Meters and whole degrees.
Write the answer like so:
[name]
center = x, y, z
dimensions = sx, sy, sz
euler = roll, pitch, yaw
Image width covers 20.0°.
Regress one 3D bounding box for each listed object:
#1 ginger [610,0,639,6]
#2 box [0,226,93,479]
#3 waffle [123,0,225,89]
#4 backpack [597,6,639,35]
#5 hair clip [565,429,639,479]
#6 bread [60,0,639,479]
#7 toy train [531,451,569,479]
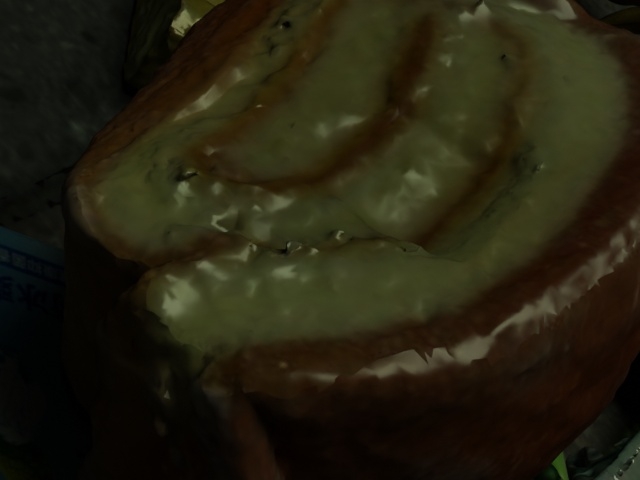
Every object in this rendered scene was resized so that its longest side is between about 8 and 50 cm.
[ginger]
center = 0.129, -0.226, 1.110
dimensions = 0.375, 0.166, 0.236
euler = -57, 136, -51
[box]
center = -0.108, 0.071, 0.610
dimensions = 0.194, 0.073, 0.139
euler = 22, 42, -33
[waffle]
center = -0.010, -0.136, 0.935
dimensions = 0.168, 0.057, 0.274
euler = 30, 38, -26
[backpack]
center = 0.291, 0.001, 1.006
dimensions = 0.378, 0.201, 0.353
euler = 52, 30, 0
[hair clip]
center = 0.103, 0.137, 0.780
dimensions = 0.159, 0.071, 0.218
euler = 47, 29, 3
[bread]
center = 0.011, 0.005, 0.572
dimensions = 0.190, 0.123, 0.244
euler = 22, 48, 15
[toy train]
center = 0.031, 0.066, 0.693
dimensions = 0.105, 0.157, 0.253
euler = 25, 40, -30
